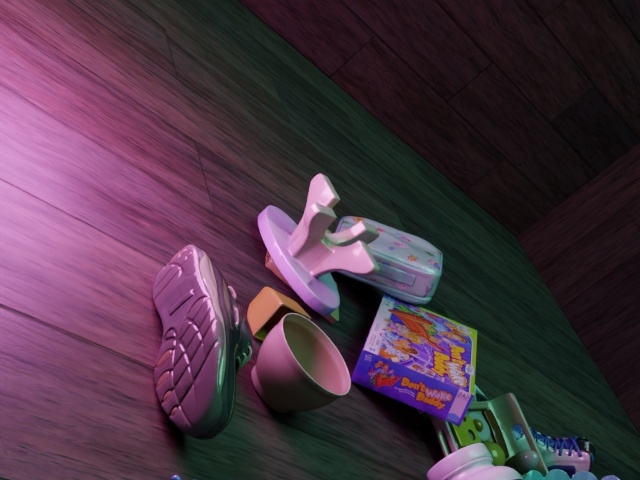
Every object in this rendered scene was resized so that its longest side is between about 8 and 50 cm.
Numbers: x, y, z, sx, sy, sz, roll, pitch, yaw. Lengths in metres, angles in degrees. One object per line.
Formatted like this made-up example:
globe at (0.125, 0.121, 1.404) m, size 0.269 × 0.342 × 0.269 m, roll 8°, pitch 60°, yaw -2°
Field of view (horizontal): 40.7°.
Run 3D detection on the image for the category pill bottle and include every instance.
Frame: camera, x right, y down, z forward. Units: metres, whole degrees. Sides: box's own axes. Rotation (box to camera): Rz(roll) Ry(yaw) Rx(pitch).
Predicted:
pill bottle at (0.318, 0.531, 1.522) m, size 0.181 × 0.181 × 0.323 m, roll 23°, pitch 32°, yaw -53°

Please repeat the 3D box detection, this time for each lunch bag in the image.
lunch bag at (0.148, 0.046, 2.053) m, size 0.279 × 0.107 × 0.224 m, roll 20°, pitch 21°, yaw 1°

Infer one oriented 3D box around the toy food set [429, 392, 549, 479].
toy food set at (0.363, 0.430, 1.846) m, size 0.306 × 0.092 × 0.219 m, roll 11°, pitch 50°, yaw -46°

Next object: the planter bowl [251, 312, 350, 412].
planter bowl at (-0.044, 0.215, 1.420) m, size 0.162 × 0.109 × 0.162 m, roll 43°, pitch 21°, yaw -20°

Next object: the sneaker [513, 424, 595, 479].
sneaker at (0.560, 0.514, 2.101) m, size 0.315 × 0.182 × 0.127 m, roll 49°, pitch 17°, yaw -1°

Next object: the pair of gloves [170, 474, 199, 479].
pair of gloves at (-0.137, 0.378, 1.034) m, size 0.159 × 0.023 × 0.198 m, roll 43°, pitch 19°, yaw -17°

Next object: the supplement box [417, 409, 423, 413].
supplement box at (0.209, 0.325, 1.895) m, size 0.098 × 0.036 × 0.062 m, roll 52°, pitch 20°, yaw 5°

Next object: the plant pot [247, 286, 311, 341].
plant pot at (-0.083, 0.130, 1.547) m, size 0.081 × 0.081 × 0.083 m, roll 32°, pitch 15°, yaw -42°

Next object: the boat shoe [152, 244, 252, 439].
boat shoe at (-0.156, 0.147, 1.266) m, size 0.130 × 0.132 × 0.355 m, roll 37°, pitch 24°, yaw -33°

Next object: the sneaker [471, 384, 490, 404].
sneaker at (0.337, 0.372, 2.036) m, size 0.237 × 0.085 × 0.086 m, roll 55°, pitch -10°, yaw -7°

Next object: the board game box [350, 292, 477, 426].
board game box at (0.210, 0.242, 1.843) m, size 0.233 × 0.078 × 0.347 m, roll 22°, pitch 18°, yaw 4°

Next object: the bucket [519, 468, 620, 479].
bucket at (0.516, 0.575, 1.706) m, size 0.281 × 0.281 × 0.183 m, roll 7°, pitch 85°, yaw -64°

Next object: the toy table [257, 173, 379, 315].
toy table at (0.000, 0.000, 1.789) m, size 0.274 × 0.161 × 0.252 m, roll 56°, pitch 20°, yaw 16°

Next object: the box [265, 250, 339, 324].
box at (-0.037, 0.073, 1.847) m, size 0.201 × 0.021 × 0.164 m, roll 42°, pitch 20°, yaw -19°
